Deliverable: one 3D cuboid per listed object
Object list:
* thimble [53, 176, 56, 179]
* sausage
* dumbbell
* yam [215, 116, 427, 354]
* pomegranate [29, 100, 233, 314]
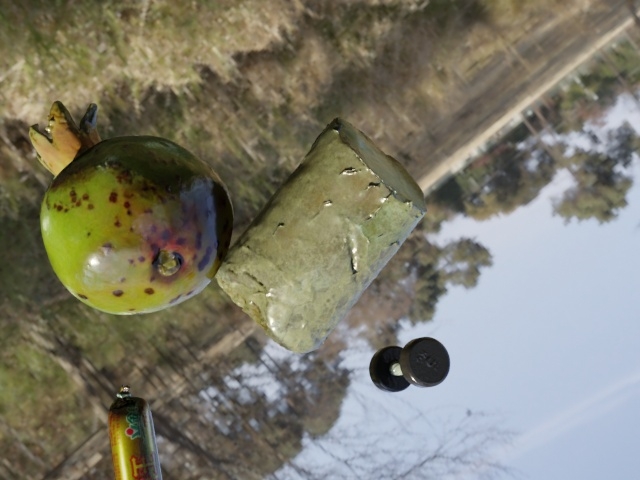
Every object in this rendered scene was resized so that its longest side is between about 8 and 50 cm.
[{"bbox_3d":[-0.483,-0.106,1.952,0.219,0.150,0.219,-28,-124,52],"label":"thimble"},{"bbox_3d":[-0.269,0.404,1.386,0.082,0.372,0.082,-10,171,-1],"label":"sausage"},{"bbox_3d":[0.178,0.254,1.845,0.100,0.100,0.191,-42,-175,-23],"label":"dumbbell"},{"bbox_3d":[0.000,0.000,1.251,0.300,0.195,0.195,-52,-179,11],"label":"yam"},{"bbox_3d":[-0.226,-0.053,1.112,0.231,0.286,0.231,-13,148,-8],"label":"pomegranate"}]
